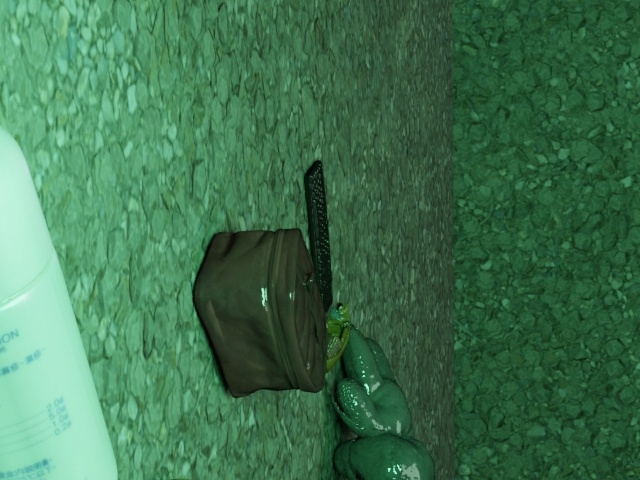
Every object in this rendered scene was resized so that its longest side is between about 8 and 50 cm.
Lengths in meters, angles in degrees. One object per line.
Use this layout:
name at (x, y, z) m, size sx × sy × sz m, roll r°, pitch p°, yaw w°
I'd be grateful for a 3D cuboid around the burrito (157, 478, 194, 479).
burrito at (-0.113, 0.376, 1.512) m, size 0.175 × 0.107 × 0.347 m, roll -41°, pitch 130°, yaw -40°

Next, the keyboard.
keyboard at (0.000, 0.000, 2.143) m, size 0.087 × 0.017 × 0.250 m, roll -56°, pitch 143°, yaw -64°

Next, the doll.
doll at (0.083, 0.319, 2.294) m, size 0.340 × 0.158 × 0.246 m, roll 66°, pitch 11°, yaw 23°

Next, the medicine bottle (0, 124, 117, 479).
medicine bottle at (-0.245, 0.061, 0.982) m, size 0.130 × 0.130 × 0.340 m, roll -70°, pitch 155°, yaw -52°

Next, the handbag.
handbag at (-0.063, 0.091, 1.677) m, size 0.146 × 0.135 × 0.225 m, roll -80°, pitch 162°, yaw -47°

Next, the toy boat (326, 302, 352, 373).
toy boat at (0.021, 0.153, 2.163) m, size 0.149 × 0.047 × 0.049 m, roll -66°, pitch 162°, yaw -52°
